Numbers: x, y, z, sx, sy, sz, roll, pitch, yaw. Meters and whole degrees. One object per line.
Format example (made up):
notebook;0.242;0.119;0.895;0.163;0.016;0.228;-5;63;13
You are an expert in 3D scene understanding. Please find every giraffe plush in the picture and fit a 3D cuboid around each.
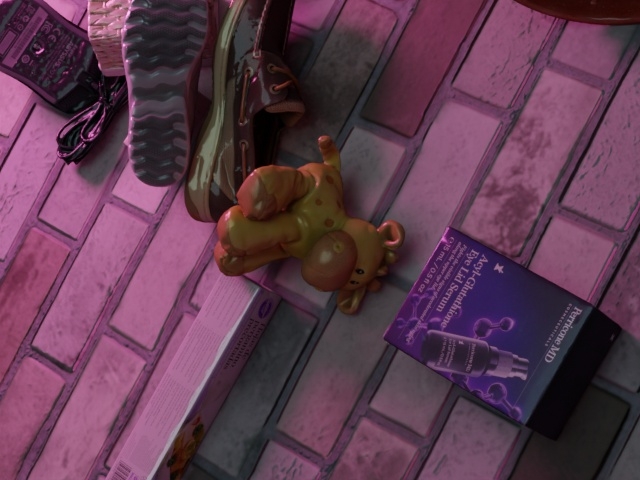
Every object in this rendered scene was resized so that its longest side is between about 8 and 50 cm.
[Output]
giraffe plush;0.000;0.000;1.740;0.210;0.181;0.170;-33;69;-29

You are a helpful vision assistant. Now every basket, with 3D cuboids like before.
basket;-0.226;-0.297;1.939;0.167;0.103;0.113;-6;71;7

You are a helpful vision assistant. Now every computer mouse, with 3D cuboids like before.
computer mouse;-0.372;-0.245;2.054;0.272;0.072;0.188;40;93;19

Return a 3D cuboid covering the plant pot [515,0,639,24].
plant pot;0.327;-0.427;1.633;0.272;0.272;0.265;1;68;28

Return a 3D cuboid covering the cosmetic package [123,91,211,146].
cosmetic package;-0.204;-0.159;1.938;0.041;0.060;0.115;38;93;31

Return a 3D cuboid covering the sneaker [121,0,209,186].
sneaker;-0.205;-0.209;1.844;0.105;0.115;0.281;8;91;-6

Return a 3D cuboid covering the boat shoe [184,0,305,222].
boat shoe;-0.071;-0.180;1.845;0.123;0.123;0.342;14;86;23

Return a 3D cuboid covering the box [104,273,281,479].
box;-0.161;0.191;1.805;0.067;0.063;0.324;28;89;30

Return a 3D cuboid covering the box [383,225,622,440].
box;0.202;0.103;1.613;0.207;0.108;0.153;29;89;32
